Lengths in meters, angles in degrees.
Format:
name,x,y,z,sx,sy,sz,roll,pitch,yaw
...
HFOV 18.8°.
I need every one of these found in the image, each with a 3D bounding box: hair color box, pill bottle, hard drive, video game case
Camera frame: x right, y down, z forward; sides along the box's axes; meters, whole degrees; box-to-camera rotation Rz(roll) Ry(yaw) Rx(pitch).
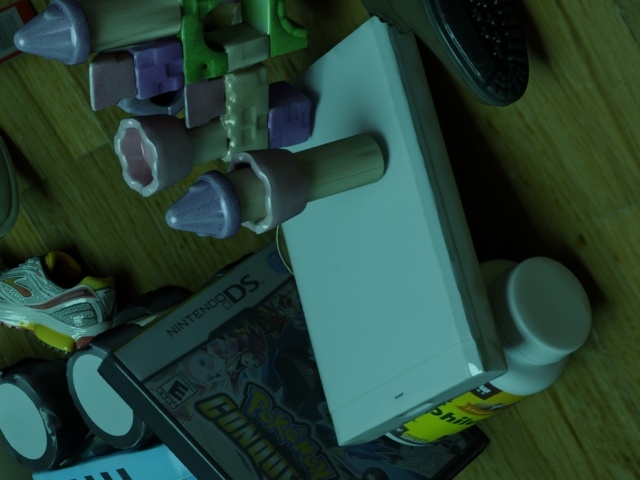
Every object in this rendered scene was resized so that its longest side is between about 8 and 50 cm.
name,x,y,z,sx,sy,sz,roll,pitch,yaw
hair color box,-0.358,-0.183,1.923,0.167,0.093,0.053,-13,107,47
pill bottle,0.128,0.090,1.630,0.117,0.117,0.215,55,139,0
hard drive,0.043,-0.006,1.607,0.203,0.040,0.307,-34,66,49
video game case,-0.019,0.146,1.706,0.275,0.248,0.035,45,136,10

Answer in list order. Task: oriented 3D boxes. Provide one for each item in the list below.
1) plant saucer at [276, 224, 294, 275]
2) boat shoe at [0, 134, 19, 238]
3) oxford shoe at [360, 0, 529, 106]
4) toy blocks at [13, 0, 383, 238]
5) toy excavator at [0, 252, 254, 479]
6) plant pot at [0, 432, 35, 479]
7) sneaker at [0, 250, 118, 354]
name,x,y,z,sx,sy,sz,roll,pitch,yaw
plant saucer,0.000,0.000,1.754,0.083,0.015,0.083,8,107,26
boat shoe,-0.439,-0.110,2.023,0.340,0.127,0.113,47,140,11
oxford shoe,0.084,-0.192,1.518,0.227,0.083,0.096,59,144,13
toy blocks,-0.135,-0.171,1.538,0.309,0.260,0.289,34,134,47
toy excavator,-0.143,0.286,1.909,0.433,0.222,0.445,-20,96,49
plant pot,-0.358,0.259,2.120,0.284,0.284,0.191,-4,82,45
sneaker,-0.288,0.050,2.036,0.225,0.088,0.093,17,102,38
